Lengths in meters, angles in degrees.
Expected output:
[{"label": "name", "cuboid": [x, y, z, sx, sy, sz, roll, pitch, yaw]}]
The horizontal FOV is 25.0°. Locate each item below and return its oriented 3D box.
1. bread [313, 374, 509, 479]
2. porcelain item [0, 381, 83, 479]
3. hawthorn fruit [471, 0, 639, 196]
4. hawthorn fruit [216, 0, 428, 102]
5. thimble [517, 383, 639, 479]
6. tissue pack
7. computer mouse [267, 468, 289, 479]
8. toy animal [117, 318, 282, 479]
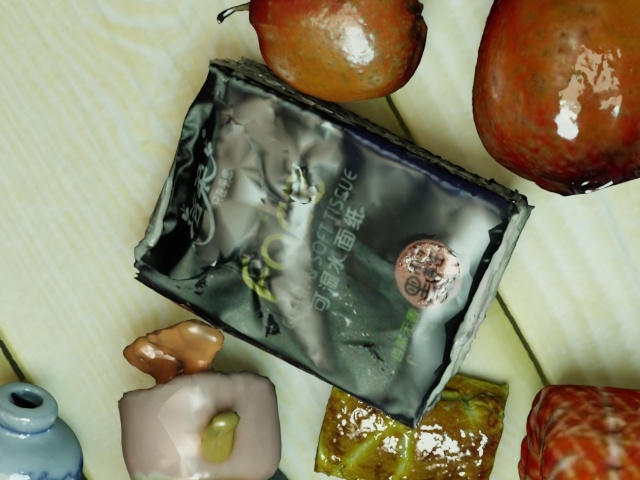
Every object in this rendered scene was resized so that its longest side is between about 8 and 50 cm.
[{"label": "bread", "cuboid": [0.087, 0.189, 1.405, 0.172, 0.103, 0.132, 15, 106, 4]}, {"label": "porcelain item", "cuboid": [-0.326, 0.267, 1.481, 0.141, 0.141, 0.259, 20, 116, 3]}, {"label": "hawthorn fruit", "cuboid": [0.236, -0.162, 1.240, 0.215, 0.215, 0.250, 8, 103, 7]}, {"label": "hawthorn fruit", "cuboid": [-0.001, -0.203, 1.293, 0.194, 0.157, 0.157, 6, 105, 15]}, {"label": "thimble", "cuboid": [0.290, 0.297, 1.277, 0.230, 0.350, 0.350, 4, 105, 4]}, {"label": "tissue pack", "cuboid": [0.000, 0.000, 1.332, 0.332, 0.123, 0.245, 28, 105, 16]}, {"label": "computer mouse", "cuboid": [-0.041, 0.373, 1.457, 0.188, 0.122, 0.371, -39, 79, 1]}, {"label": "toy animal", "cuboid": [-0.117, 0.231, 1.365, 0.169, 0.195, 0.281, 12, 69, -25]}]
